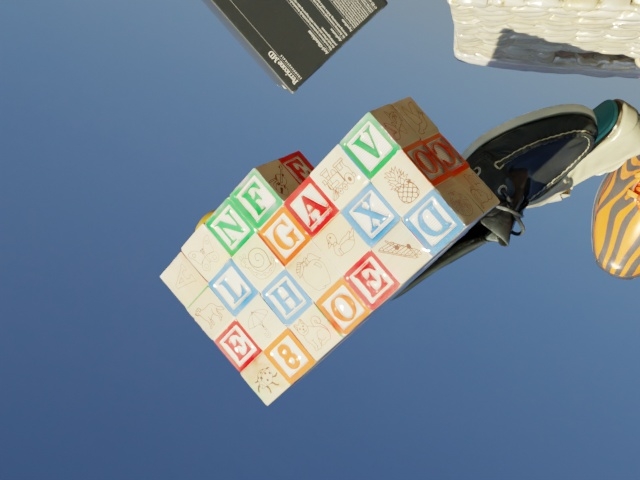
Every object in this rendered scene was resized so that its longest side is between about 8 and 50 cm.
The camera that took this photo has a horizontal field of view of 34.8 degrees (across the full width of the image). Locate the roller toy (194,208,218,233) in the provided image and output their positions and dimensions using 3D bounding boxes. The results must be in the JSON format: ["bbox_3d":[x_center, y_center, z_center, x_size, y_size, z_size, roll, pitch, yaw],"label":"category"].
[{"bbox_3d":[-0.060,0.043,1.407,0.209,0.191,0.146,-8,-169,-13],"label":"roller toy"}]

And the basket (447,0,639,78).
[{"bbox_3d":[0.303,-0.354,1.042,0.328,0.331,0.266,6,179,12],"label":"basket"}]

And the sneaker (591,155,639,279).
[{"bbox_3d":[0.434,-0.105,1.301,0.124,0.321,0.180,24,-177,17],"label":"sneaker"}]

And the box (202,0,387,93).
[{"bbox_3d":[-0.067,-0.360,1.385,0.261,0.184,0.103,48,176,-22],"label":"box"}]

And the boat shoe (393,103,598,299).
[{"bbox_3d":[0.183,-0.033,1.201,0.127,0.340,0.113,44,-155,-50],"label":"boat shoe"}]

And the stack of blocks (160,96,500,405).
[{"bbox_3d":[0.000,0.000,0.960,0.171,0.297,0.087,50,-146,7],"label":"stack of blocks"}]

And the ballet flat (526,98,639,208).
[{"bbox_3d":[0.314,-0.092,1.304,0.086,0.248,0.086,18,-122,-31],"label":"ballet flat"}]
